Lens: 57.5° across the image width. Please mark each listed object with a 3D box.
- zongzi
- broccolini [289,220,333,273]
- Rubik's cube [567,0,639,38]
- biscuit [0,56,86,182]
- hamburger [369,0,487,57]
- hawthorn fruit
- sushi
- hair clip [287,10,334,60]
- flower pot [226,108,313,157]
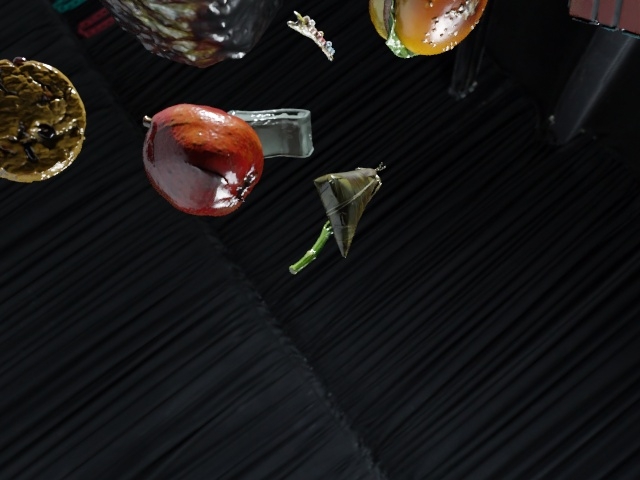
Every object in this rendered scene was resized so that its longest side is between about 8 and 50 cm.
[{"bbox_3d":[0.086,-0.070,1.316,0.084,0.187,0.184,-17,-89,48],"label":"zongzi"},{"bbox_3d":[0.000,0.000,1.418,0.054,0.239,0.051,22,-36,27],"label":"broccolini"},{"bbox_3d":[0.794,-0.658,1.363,0.283,0.289,0.293,-124,-156,-51],"label":"Rubik's cube"},{"bbox_3d":[-0.697,-0.283,1.366,0.295,0.296,0.075,55,-14,-11],"label":"biscuit"},{"bbox_3d":[0.220,-0.459,1.102,0.170,0.246,0.246,39,-13,33],"label":"hamburger"},{"bbox_3d":[-0.290,-0.197,1.357,0.307,0.265,0.265,28,-10,10],"label":"hawthorn fruit"},{"bbox_3d":[-0.201,-0.442,0.893,0.294,0.300,0.281,106,-10,-81],"label":"sushi"},{"bbox_3d":[-0.015,-0.613,1.738,0.214,0.056,0.062,24,31,-47],"label":"hair clip"},{"bbox_3d":[-0.135,-0.274,1.503,0.103,0.230,0.108,-91,178,-62],"label":"flower pot"}]
